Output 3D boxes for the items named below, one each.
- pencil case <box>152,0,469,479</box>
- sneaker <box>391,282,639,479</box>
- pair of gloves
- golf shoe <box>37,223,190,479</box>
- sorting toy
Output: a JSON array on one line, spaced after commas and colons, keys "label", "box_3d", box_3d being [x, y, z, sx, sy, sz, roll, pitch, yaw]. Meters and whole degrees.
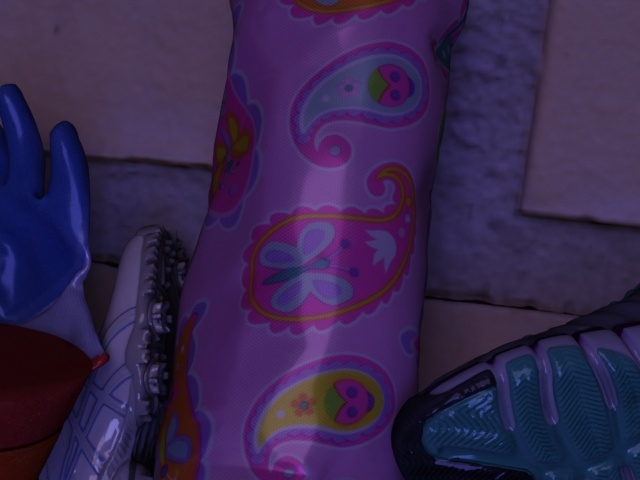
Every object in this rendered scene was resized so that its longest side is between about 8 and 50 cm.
[{"label": "pencil case", "box_3d": [0.000, 0.000, 0.862, 0.124, 0.124, 0.284, 5, 76, 12]}, {"label": "sneaker", "box_3d": [0.135, 0.057, 0.828, 0.223, 0.098, 0.083, -14, 111, -5]}, {"label": "pair of gloves", "box_3d": [-0.183, 0.025, 0.909, 0.198, 0.023, 0.159, -29, 65, 23]}, {"label": "golf shoe", "box_3d": [-0.105, 0.076, 0.890, 0.086, 0.069, 0.176, 2, 75, 18]}, {"label": "sorting toy", "box_3d": [-0.265, 0.087, 0.880, 0.365, 0.127, 0.126, 10, 103, 30]}]
